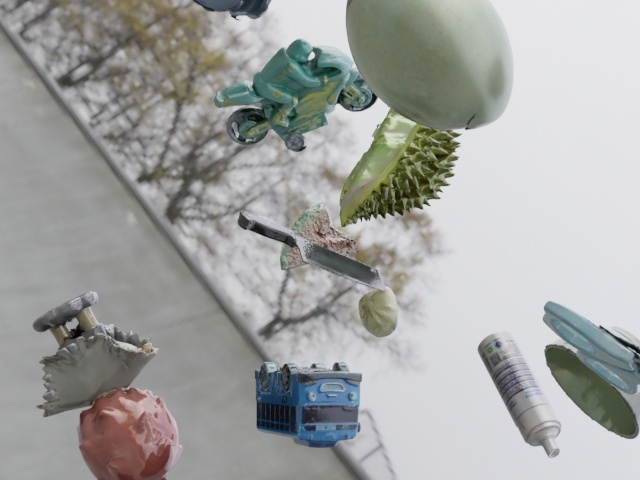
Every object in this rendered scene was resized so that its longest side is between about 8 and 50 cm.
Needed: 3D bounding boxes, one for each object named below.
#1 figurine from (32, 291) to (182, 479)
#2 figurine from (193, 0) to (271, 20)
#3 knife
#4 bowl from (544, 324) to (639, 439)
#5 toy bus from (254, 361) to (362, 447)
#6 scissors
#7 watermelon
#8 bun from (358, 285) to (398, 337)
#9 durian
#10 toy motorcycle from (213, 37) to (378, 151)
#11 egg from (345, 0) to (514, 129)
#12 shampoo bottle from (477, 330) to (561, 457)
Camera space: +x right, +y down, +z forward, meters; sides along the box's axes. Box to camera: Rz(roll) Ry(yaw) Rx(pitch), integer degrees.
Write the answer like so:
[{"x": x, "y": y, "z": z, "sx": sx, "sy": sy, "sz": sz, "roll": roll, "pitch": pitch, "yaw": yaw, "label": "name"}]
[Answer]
[{"x": -0.301, "y": 0.266, "z": 1.828, "sx": 0.387, "sy": 0.207, "sz": 0.166, "roll": 61, "pitch": 4, "yaw": 5, "label": "figurine"}, {"x": -0.058, "y": -0.506, "z": 2.055, "sx": 0.276, "sy": 0.388, "sz": 0.248, "roll": 29, "pitch": -45, "yaw": 27, "label": "figurine"}, {"x": -0.009, "y": 0.019, "z": 1.745, "sx": 0.245, "sy": 0.019, "sz": 0.072, "roll": 22, "pitch": 22, "yaw": -23, "label": "knife"}, {"x": 0.487, "y": 0.221, "z": 2.028, "sx": 0.211, "sy": 0.112, "sz": 0.211, "roll": 47, "pitch": -14, "yaw": 16, "label": "bowl"}, {"x": -0.017, "y": 0.208, "z": 1.553, "sx": 0.184, "sy": 0.090, "sz": 0.106, "roll": 167, "pitch": -74, "yaw": -69, "label": "toy bus"}, {"x": 0.416, "y": 0.164, "z": 1.516, "sx": 0.191, "sy": 0.029, "sz": 0.360, "roll": 45, "pitch": -12, "yaw": -26, "label": "scissors"}, {"x": -0.009, "y": 0.000, "z": 1.966, "sx": 0.080, "sy": 0.155, "sz": 0.101, "roll": 26, "pitch": -43, "yaw": 60, "label": "watermelon"}, {"x": 0.091, "y": 0.117, "z": 1.974, "sx": 0.086, "sy": 0.054, "sz": 0.086, "roll": 179, "pitch": -90, "yaw": -69, "label": "bun"}, {"x": 0.146, "y": -0.174, "z": 1.998, "sx": 0.169, "sy": 0.355, "sz": 0.157, "roll": 5, "pitch": -45, "yaw": 21, "label": "durian"}, {"x": -0.045, "y": -0.272, "z": 2.220, "sx": 0.109, "sy": 0.296, "sz": 0.198, "roll": -108, "pitch": 175, "yaw": -47, "label": "toy motorcycle"}, {"x": 0.141, "y": -0.248, "z": 1.549, "sx": 0.253, "sy": 0.186, "sz": 0.186, "roll": 43, "pitch": -11, "yaw": -2, "label": "egg"}, {"x": 0.439, "y": 0.336, "z": 2.615, "sx": 0.092, "sy": 0.092, "sz": 0.303, "roll": 69, "pitch": -3, "yaw": -52, "label": "shampoo bottle"}]
